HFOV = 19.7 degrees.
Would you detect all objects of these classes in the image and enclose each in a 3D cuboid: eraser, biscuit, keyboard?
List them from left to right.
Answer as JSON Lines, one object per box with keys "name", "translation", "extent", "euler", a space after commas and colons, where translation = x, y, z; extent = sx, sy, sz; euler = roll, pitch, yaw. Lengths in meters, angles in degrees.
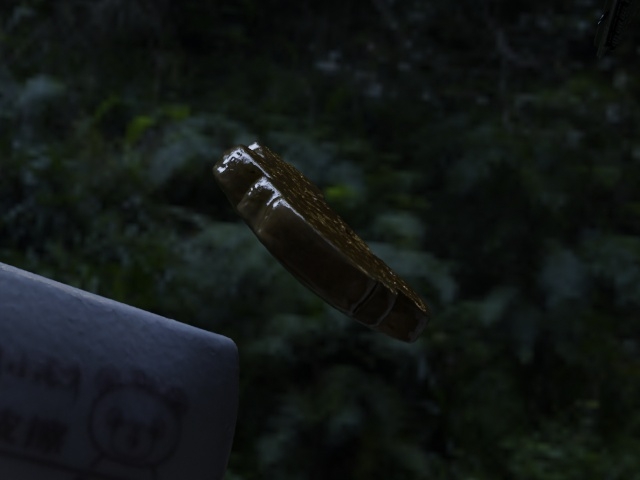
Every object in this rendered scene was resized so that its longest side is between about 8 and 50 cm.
{"name": "eraser", "translation": [-0.187, 0.115, 1.219], "extent": [0.270, 0.174, 0.095], "euler": [22, -13, -40]}
{"name": "biscuit", "translation": [-0.008, -0.005, 1.343], "extent": [0.183, 0.047, 0.320], "euler": [42, 6, -26]}
{"name": "keyboard", "translation": [0.302, -0.246, 1.811], "extent": [0.025, 0.093, 0.230], "euler": [30, -7, 9]}
